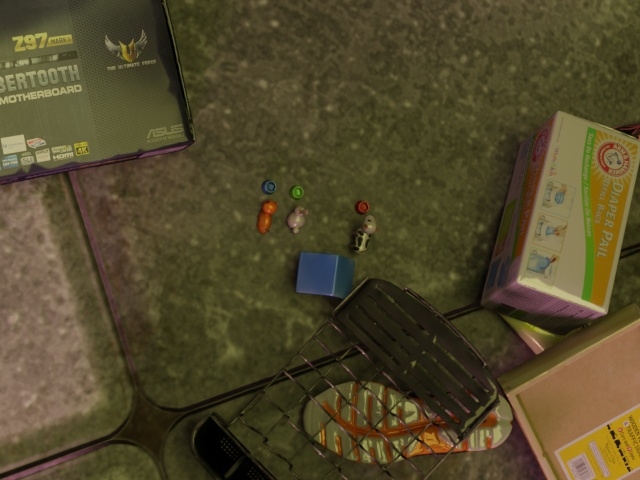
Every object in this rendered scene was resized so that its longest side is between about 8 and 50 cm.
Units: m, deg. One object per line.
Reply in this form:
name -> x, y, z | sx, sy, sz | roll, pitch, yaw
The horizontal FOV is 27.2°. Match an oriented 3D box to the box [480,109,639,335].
box -> 0.258, -0.018, 1.416 | 0.103, 0.114, 0.203 | 19, 71, -8

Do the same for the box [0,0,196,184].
box -> -0.252, -0.159, 1.280 | 0.232, 0.059, 0.183 | -12, 89, -22

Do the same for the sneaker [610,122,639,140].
sneaker -> 0.371, -0.117, 1.517 | 0.119, 0.057, 0.047 | -25, 97, -19

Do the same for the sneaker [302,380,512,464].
sneaker -> 0.088, 0.192, 1.379 | 0.214, 0.083, 0.084 | 4, 81, -2

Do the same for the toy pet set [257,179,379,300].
toy pet set -> 0.000, 0.000, 1.362 | 0.122, 0.065, 0.114 | 10, 83, -20

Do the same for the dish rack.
dish rack -> 0.033, 0.175, 1.304 | 0.208, 0.074, 0.271 | 43, 86, 13

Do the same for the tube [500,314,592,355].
tube -> 0.284, 0.128, 1.468 | 0.240, 0.062, 0.070 | 52, 29, -4

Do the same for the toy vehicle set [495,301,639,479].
toy vehicle set -> 0.313, 0.216, 1.417 | 0.166, 0.035, 0.267 | -28, 114, -1
